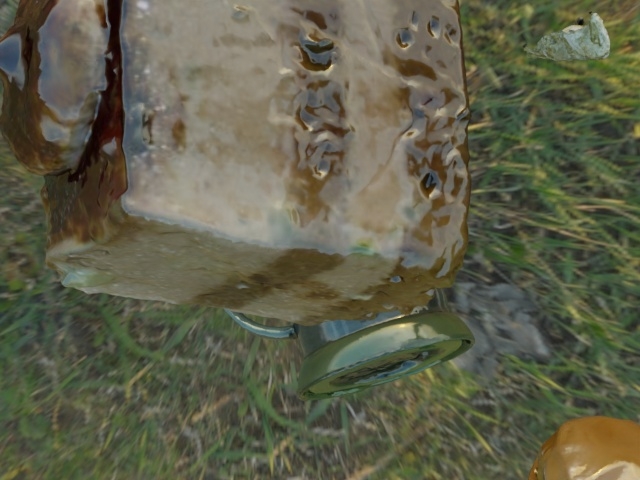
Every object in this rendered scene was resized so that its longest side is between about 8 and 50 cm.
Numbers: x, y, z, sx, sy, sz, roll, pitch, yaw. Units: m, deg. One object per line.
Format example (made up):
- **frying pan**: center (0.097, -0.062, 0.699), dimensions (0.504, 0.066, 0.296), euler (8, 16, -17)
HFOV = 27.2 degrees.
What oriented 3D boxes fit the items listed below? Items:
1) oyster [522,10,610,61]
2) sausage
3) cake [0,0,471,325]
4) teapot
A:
- **oyster**: center (0.321, -0.251, 1.724), dimensions (0.106, 0.200, 0.061), euler (-24, 94, 13)
- **sausage**: center (0.256, 0.211, 0.926), dimensions (0.241, 0.136, 0.120), euler (26, 116, -4)
- **cake**: center (-0.069, -0.061, 0.825), dimensions (0.293, 0.196, 0.198), euler (7, 78, -26)
- **teapot**: center (0.000, 0.000, 1.481), dimensions (0.270, 0.200, 0.337), euler (-21, 75, 15)
